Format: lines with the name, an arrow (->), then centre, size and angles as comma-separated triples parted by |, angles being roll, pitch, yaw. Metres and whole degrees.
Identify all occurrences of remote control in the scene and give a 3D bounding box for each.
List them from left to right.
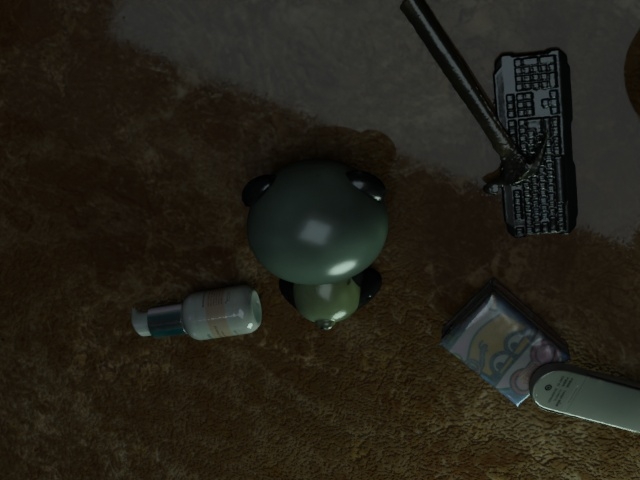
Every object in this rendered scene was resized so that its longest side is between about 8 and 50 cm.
remote control -> 0.415, 0.230, 1.613 | 0.244, 0.022, 0.077 | 15, 115, -15

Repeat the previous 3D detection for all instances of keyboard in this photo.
keyboard -> 0.296, -0.130, 1.538 | 0.106, 0.016, 0.262 | -4, 109, 9

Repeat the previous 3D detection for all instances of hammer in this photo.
hammer -> 0.199, -0.204, 1.510 | 0.125, 0.027, 0.297 | -32, 97, 27

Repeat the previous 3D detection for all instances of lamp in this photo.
lamp -> 0.000, 0.000, 1.549 | 0.197, 0.198, 0.244 | -2, 132, 8

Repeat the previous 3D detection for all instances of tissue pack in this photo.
tissue pack -> 0.266, 0.149, 1.616 | 0.155, 0.065, 0.115 | 40, 110, -9

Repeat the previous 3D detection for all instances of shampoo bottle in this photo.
shampoo bottle -> -0.186, 0.114, 1.658 | 0.192, 0.074, 0.074 | -10, 108, 10
